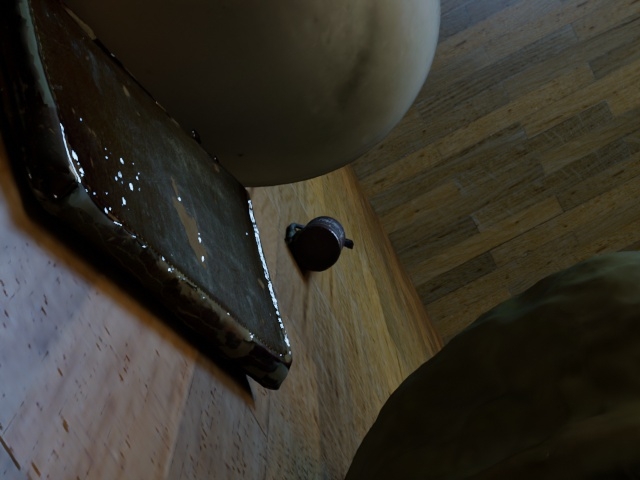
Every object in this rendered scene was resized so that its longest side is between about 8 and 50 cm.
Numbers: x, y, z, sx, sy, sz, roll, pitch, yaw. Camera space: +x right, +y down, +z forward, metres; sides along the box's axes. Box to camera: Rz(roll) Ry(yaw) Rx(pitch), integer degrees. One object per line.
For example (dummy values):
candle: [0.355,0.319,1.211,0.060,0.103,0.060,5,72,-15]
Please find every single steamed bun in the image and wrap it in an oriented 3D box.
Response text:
steamed bun: [-0.046,-0.191,0.678,0.324,0.206,0.324,61,6,-11]

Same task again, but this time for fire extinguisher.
fire extinguisher: [0.000,0.000,1.053,0.064,0.043,0.158,20,5,1]

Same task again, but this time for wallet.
wallet: [-0.073,-0.017,0.494,0.232,0.031,0.122,49,18,-60]

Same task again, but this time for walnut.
walnut: [0.154,0.159,0.538,0.253,0.277,0.282,55,19,-24]
